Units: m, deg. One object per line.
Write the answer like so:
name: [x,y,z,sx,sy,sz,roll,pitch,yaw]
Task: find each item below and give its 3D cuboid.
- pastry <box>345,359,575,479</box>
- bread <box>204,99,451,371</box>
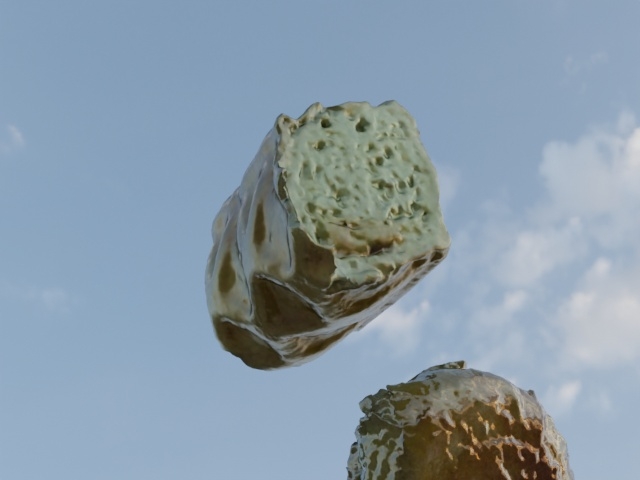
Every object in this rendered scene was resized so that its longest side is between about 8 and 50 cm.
pastry: [0.129,0.241,1.011,0.236,0.257,0.121,9,-9,-33]
bread: [0.000,-0.005,1.057,0.196,0.238,0.252,54,-40,13]
